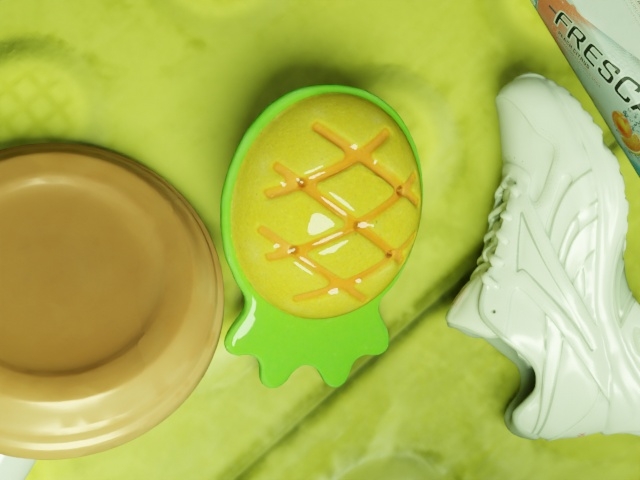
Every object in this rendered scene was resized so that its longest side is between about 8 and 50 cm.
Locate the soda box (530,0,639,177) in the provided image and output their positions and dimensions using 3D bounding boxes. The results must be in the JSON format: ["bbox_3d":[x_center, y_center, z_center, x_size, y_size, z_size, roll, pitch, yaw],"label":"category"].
[{"bbox_3d":[0.203,-0.116,0.672,0.063,0.058,0.183,-30,85,-7],"label":"soda box"}]

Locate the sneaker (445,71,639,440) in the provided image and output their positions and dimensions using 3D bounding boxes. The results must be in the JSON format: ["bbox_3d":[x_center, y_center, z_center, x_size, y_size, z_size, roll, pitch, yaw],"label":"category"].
[{"bbox_3d":[0.128,0.014,0.637,0.115,0.090,0.232,-12,83,-2],"label":"sneaker"}]

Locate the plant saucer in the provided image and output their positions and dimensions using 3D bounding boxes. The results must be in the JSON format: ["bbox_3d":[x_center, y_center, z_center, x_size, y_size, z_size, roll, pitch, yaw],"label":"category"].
[{"bbox_3d":[-0.153,0.025,0.606,0.200,0.037,0.199,6,61,-10],"label":"plant saucer"}]

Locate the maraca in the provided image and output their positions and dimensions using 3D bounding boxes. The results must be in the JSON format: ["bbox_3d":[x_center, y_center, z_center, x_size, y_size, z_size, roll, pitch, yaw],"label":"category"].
[{"bbox_3d":[0.000,0.000,0.626,0.127,0.099,0.185,3,102,-19],"label":"maraca"}]

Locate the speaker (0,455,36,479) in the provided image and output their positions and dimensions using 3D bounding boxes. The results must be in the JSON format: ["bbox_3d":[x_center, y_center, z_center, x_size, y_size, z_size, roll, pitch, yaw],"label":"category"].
[{"bbox_3d":[-0.203,0.138,0.615,0.055,0.055,0.136,31,82,1],"label":"speaker"}]
